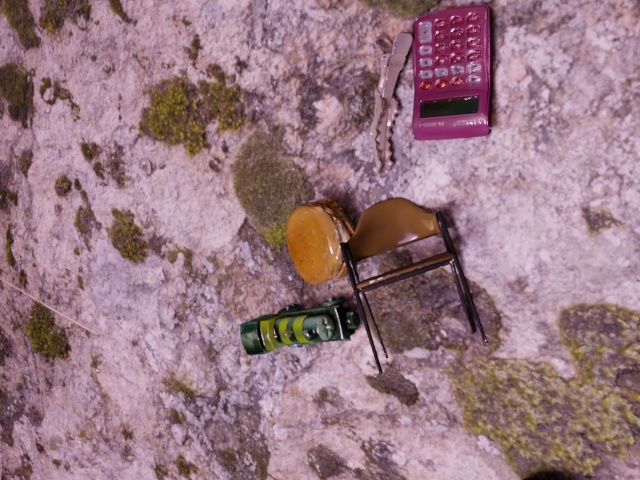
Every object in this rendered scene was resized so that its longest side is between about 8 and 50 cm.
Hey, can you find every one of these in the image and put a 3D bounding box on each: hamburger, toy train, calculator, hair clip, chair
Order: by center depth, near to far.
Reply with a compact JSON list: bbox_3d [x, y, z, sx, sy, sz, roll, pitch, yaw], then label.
[{"bbox_3d":[0.197,-0.247,0.942,0.127,0.034,0.190,3,95,36],"label":"calculator"},{"bbox_3d":[0.129,0.052,0.958,0.159,0.172,0.246,-18,87,7],"label":"chair"},{"bbox_3d":[0.101,-0.219,1.011,0.072,0.034,0.225,35,125,53],"label":"hair clip"},{"bbox_3d":[0.000,0.000,1.083,0.147,0.083,0.138,-50,58,52],"label":"hamburger"},{"bbox_3d":[-0.032,0.156,1.122,0.200,0.132,0.083,-16,90,39],"label":"toy train"}]

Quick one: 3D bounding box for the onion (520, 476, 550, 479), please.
[{"bbox_3d":[0.325,0.415,0.921,0.131,0.131,0.131,8,103,35],"label":"onion"}]
